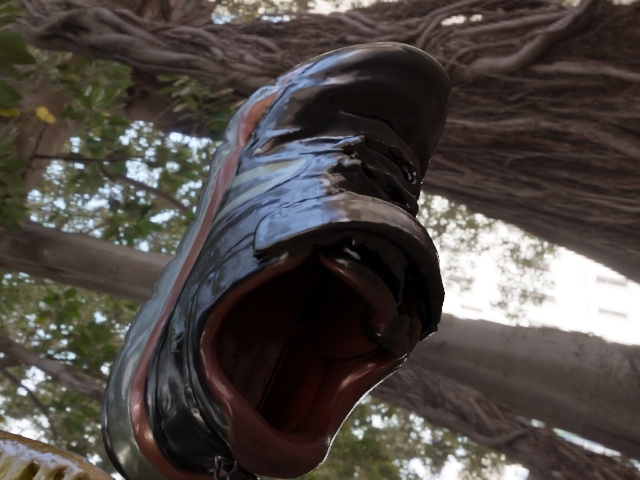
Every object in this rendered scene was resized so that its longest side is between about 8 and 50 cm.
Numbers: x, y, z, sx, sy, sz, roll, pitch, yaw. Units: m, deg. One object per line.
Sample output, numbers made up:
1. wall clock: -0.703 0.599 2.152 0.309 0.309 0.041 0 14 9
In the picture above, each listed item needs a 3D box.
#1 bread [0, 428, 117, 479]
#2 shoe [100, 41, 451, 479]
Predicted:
1. bread: -0.215 0.245 0.547 0.142 0.254 0.227 -55 -44 -37
2. shoe: 0.000 0.000 0.390 0.114 0.137 0.290 39 -115 -26
